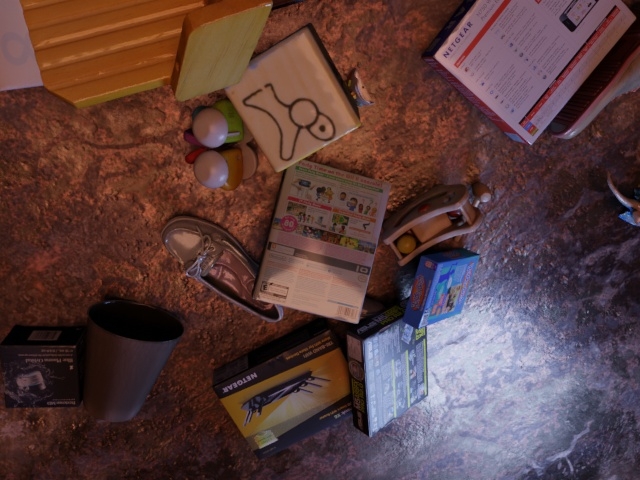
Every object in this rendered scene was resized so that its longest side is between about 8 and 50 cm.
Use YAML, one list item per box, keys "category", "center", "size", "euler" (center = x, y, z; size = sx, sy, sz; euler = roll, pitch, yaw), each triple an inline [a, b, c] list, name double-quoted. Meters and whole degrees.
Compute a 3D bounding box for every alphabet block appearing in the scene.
- category: "alphabet block"
  center: [-0.051, -0.277, 1.051]
  size: [0.192, 0.193, 0.197]
  euler: [-26, 111, 15]

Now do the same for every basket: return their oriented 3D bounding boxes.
- category: "basket"
  center: [-0.435, 0.270, 1.211]
  size: [0.204, 0.154, 0.226]
  euler: [16, 108, -19]

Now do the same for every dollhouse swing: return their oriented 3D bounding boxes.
- category: "dollhouse swing"
  center: [-0.297, -0.414, 0.829]
  size: [0.305, 0.315, 0.346]
  euler: [-15, 82, -23]

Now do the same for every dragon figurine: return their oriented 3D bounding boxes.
- category: "dragon figurine"
  center: [0.787, -0.071, 1.320]
  size: [0.289, 0.144, 0.085]
  euler: [26, 104, 4]

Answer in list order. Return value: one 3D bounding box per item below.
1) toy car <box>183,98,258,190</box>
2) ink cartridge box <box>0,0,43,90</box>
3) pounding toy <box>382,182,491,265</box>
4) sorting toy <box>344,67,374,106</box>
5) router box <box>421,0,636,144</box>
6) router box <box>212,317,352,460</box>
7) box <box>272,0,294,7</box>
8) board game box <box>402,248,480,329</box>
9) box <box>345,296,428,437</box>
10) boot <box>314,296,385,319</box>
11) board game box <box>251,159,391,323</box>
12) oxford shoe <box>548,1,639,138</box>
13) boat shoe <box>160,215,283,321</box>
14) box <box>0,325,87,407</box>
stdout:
- category: "toy car"
  center: [-0.214, -0.194, 1.109]
  size: [0.136, 0.159, 0.181]
  euler: [11, 110, 26]
- category: "ink cartridge box"
  center: [-0.657, -0.420, 0.980]
  size: [0.385, 0.091, 0.308]
  euler: [-10, 109, -7]
- category: "pounding toy"
  center: [0.283, -0.026, 1.220]
  size: [0.270, 0.154, 0.155]
  euler: [-35, 109, 4]
- category: "sorting toy"
  center: [0.081, -0.310, 1.138]
  size: [0.045, 0.075, 0.083]
  euler: [-31, 109, 2]
- category: "router box"
  center: [0.436, -0.427, 1.151]
  size: [0.301, 0.082, 0.335]
  euler: [36, 99, -17]
- category: "router box"
  center: [-0.069, 0.360, 1.329]
  size: [0.309, 0.081, 0.242]
  euler: [-27, 110, 1]
- category: "box"
  center: [0.022, -0.536, 0.951]
  size: [0.382, 0.143, 0.191]
  euler: [-8, 112, 17]
- category: "board game box"
  center: [0.280, 0.106, 1.256]
  size: [0.210, 0.047, 0.160]
  euler: [-5, 113, -50]
- category: "box"
  center: [0.164, 0.297, 1.297]
  size: [0.216, 0.060, 0.270]
  euler: [-23, 117, -36]
- category: "boot"
  center: [0.068, 0.077, 1.272]
  size: [0.190, 0.076, 0.208]
  euler: [2, 101, -12]
- category: "board game box"
  center: [0.000, 0.000, 1.156]
  size: [0.224, 0.097, 0.303]
  euler: [15, 86, -7]
- category: "oxford shoe"
  center: [0.649, -0.348, 1.193]
  size: [0.130, 0.123, 0.348]
  euler: [33, 103, -26]
- category: "boat shoe"
  center: [-0.208, 0.065, 1.200]
  size: [0.320, 0.103, 0.118]
  euler: [42, 97, -19]
- category: "box"
  center: [-0.606, 0.279, 1.214]
  size: [0.156, 0.093, 0.158]
  euler: [2, 109, -10]
